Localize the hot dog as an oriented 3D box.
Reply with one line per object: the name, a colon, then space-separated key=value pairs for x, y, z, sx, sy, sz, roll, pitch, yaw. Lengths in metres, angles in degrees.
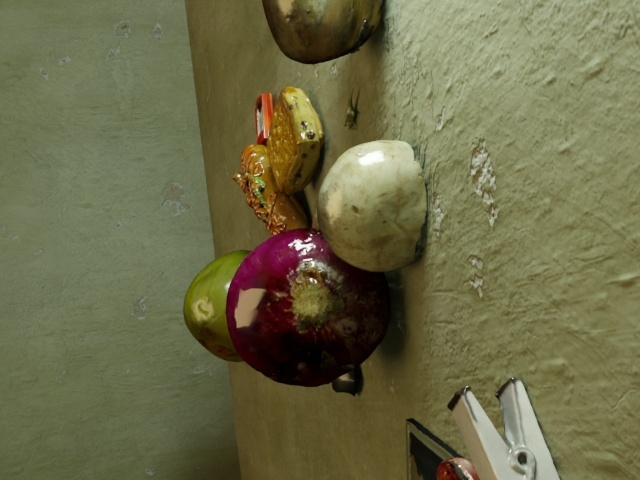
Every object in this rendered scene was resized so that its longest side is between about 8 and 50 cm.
hot dog: x=-0.145 y=-0.116 z=2.421 sx=0.349 sy=0.117 sz=0.158 roll=60 pitch=153 yaw=27

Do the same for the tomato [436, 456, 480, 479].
tomato: x=0.257 y=0.422 z=1.383 sx=0.166 sy=0.082 sz=0.174 roll=102 pitch=152 yaw=-55

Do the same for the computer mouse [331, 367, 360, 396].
computer mouse: x=0.049 y=0.324 z=2.101 sx=0.172 sy=0.057 sz=0.099 roll=-170 pitch=78 yaw=-74

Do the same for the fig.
fig: x=-0.254 y=0.190 z=2.663 sx=0.343 sy=0.343 sz=0.344 roll=175 pitch=90 yaw=-74

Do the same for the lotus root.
lotus root: x=0.008 y=-0.454 z=1.708 sx=0.272 sy=0.272 sz=0.192 roll=-143 pitch=42 yaw=-68

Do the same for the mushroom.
mushroom: x=0.081 y=-0.067 z=1.641 sx=0.195 sy=0.188 sz=0.254 roll=-141 pitch=51 yaw=-64

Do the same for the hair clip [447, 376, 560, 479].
hair clip: x=0.291 y=0.359 z=1.237 sx=0.085 sy=0.101 sz=0.331 roll=113 pitch=145 yaw=-52

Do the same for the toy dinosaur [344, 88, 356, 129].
toy dinosaur: x=0.066 y=-0.280 z=1.900 sx=0.113 sy=0.026 sz=0.041 roll=90 pitch=-177 yaw=-51

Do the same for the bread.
bread: x=-0.062 y=-0.254 z=2.234 sx=0.235 sy=0.099 sz=0.211 roll=113 pitch=146 yaw=-48

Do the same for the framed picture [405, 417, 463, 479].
framed picture: x=0.220 y=0.466 z=1.642 sx=0.265 sy=0.018 sz=0.192 roll=-161 pitch=67 yaw=-72

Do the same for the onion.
onion: x=-0.028 y=0.142 z=1.851 sx=0.385 sy=0.347 sz=0.348 roll=124 pitch=140 yaw=-84

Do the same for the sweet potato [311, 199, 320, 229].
sweet potato: x=-0.006 y=0.002 z=2.176 sx=0.068 sy=0.068 sz=0.226 roll=122 pitch=140 yaw=-64

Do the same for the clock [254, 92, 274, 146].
clock: x=-0.160 y=-0.355 z=2.596 sx=0.113 sy=0.061 sz=0.155 roll=131 pitch=135 yaw=-68
